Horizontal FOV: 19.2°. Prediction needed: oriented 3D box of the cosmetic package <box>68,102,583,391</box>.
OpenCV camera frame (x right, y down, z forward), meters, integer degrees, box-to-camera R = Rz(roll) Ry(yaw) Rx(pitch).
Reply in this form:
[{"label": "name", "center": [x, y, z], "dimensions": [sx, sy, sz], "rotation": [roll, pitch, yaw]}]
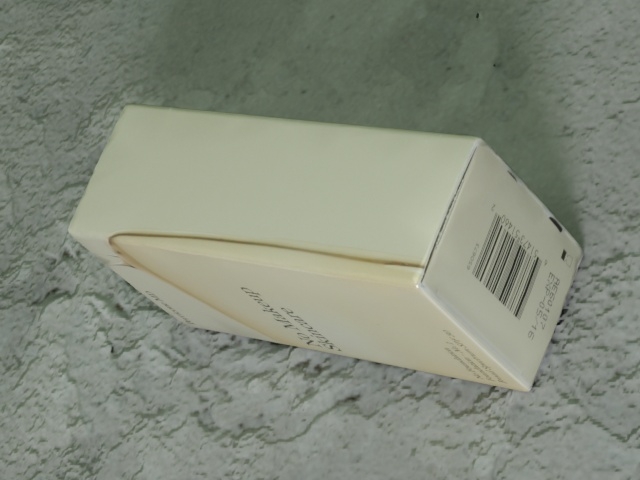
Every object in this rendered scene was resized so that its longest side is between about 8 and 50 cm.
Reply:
[{"label": "cosmetic package", "center": [0.000, 0.000, 1.282], "dimensions": [0.309, 0.160, 0.113], "rotation": [7, 66, 40]}]
